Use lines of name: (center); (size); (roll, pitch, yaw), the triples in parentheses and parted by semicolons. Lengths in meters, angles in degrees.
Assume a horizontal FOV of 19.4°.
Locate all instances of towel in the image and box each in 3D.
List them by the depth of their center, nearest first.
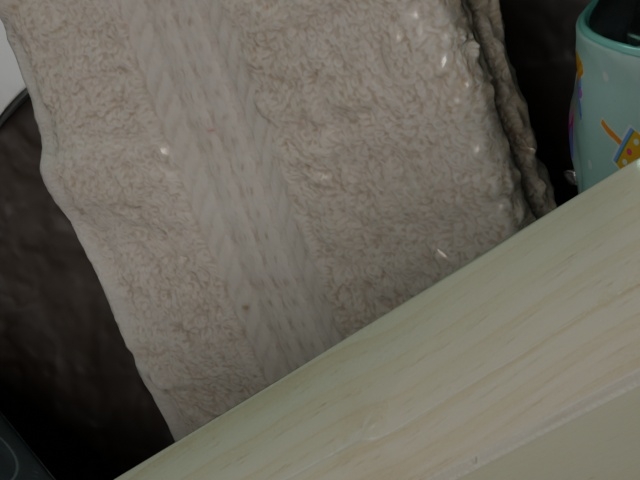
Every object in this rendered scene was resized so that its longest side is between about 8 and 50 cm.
towel: (0.000, 0.000, 0.653); (0.187, 0.049, 0.282); (-4, 119, 37)

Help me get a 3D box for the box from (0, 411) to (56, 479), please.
box: (-0.208, 0.191, 0.739); (0.165, 0.143, 0.270); (39, 119, 48)

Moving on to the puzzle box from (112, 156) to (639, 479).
puzzle box: (0.045, 0.115, 0.573); (0.409, 0.272, 0.052); (-33, 53, 36)

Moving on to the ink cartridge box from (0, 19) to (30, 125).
ink cartridge box: (-0.173, -0.126, 0.724); (0.232, 0.066, 0.189); (-40, 93, 18)

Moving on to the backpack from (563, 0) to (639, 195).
backpack: (0.158, -0.033, 0.576); (0.166, 0.188, 0.144); (6, 105, 15)
